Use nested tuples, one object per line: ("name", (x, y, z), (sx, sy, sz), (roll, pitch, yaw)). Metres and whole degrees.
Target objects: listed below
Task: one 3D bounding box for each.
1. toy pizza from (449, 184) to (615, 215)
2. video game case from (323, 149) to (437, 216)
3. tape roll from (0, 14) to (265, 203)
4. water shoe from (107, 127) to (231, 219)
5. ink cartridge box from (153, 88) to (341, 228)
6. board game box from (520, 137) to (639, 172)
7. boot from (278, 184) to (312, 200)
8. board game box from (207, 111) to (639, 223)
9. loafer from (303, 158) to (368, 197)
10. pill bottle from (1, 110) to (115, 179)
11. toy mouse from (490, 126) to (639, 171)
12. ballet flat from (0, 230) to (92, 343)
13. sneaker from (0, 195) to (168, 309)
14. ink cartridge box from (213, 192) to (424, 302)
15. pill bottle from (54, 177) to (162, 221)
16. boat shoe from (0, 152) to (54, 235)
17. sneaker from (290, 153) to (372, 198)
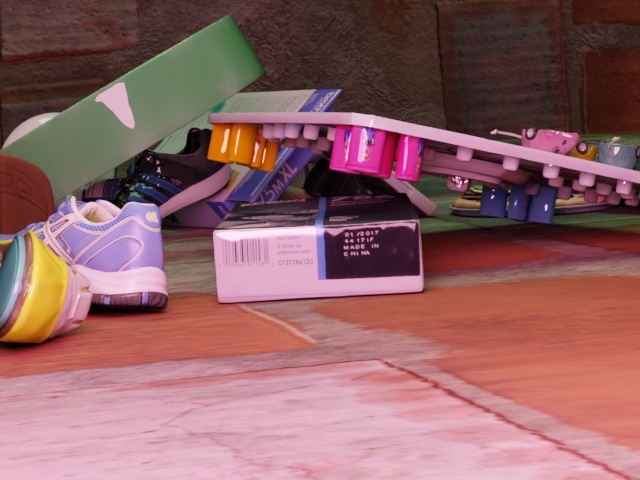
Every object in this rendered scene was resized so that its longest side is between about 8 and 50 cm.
("toy pizza", (0.251, -0.053, 2.069), (0.201, 0.032, 0.201), (-3, 6, 0))
("video game case", (0.060, -0.082, 2.103), (0.143, 0.019, 0.157), (38, -5, -14))
("tape roll", (-0.214, -0.128, 1.872), (0.321, 0.077, 0.321), (-30, 7, 4))
("water shoe", (-0.196, -0.061, 1.949), (0.203, 0.080, 0.073), (-29, 18, -27))
("ink cartridge box", (-0.102, -0.097, 2.098), (0.186, 0.065, 0.311), (-52, 27, -22))
("board game box", (0.406, -0.082, 2.017), (0.213, 0.046, 0.317), (-3, 9, -29))
("boot", (-0.067, -0.041, 2.134), (0.118, 0.042, 0.087), (-5, 12, -2))
("board game box", (0.129, -0.061, 1.660), (0.390, 0.050, 0.390), (11, 0, -23))
("loafer", (0.034, -0.055, 2.105), (0.061, 0.062, 0.170), (30, 7, -19))
("pill bottle", (-0.333, -0.092, 2.242), (0.146, 0.146, 0.264), (-4, 5, -5))
("toy mouse", (0.246, -0.082, 1.655), (0.161, 0.031, 0.143), (10, 0, -20))
("ballet flat", (-0.204, 0.035, 1.245), (0.077, 0.077, 0.231), (20, -5, -21))
("sneaker", (-0.191, 0.007, 1.383), (0.211, 0.081, 0.080), (5, -2, 42))
("ink cartridge box", (0.000, 0.000, 1.514), (0.165, 0.065, 0.333), (-4, 4, 0))
("pill bottle", (-0.247, -0.038, 2.036), (0.120, 0.067, 0.067), (-2, 5, 10))
("boat shoe", (-0.404, -0.019, 1.640), (0.110, 0.122, 0.341), (3, 9, 44))
("sneaker", (-0.038, -0.103, 2.343), (0.152, 0.114, 0.305), (3, 8, 40))
